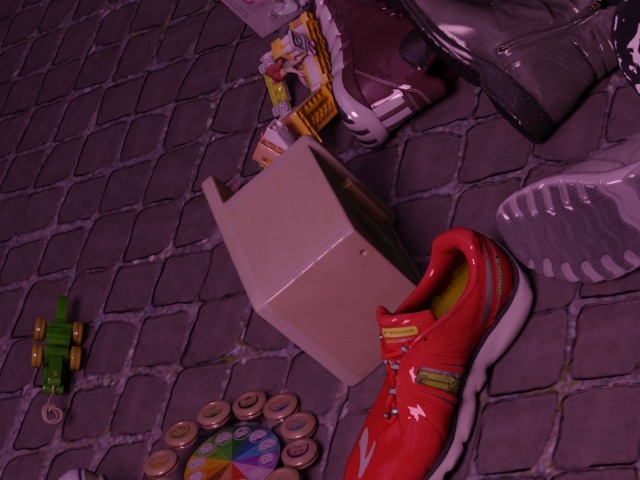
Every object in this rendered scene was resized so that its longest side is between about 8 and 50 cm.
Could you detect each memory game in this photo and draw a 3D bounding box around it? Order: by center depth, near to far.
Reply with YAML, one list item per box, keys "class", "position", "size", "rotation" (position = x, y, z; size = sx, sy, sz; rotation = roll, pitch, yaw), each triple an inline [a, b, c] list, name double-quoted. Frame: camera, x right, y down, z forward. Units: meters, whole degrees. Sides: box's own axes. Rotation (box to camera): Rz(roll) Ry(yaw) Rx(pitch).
- class: "memory game"
  position: [-0.089, 0.211, 1.409]
  size: [0.186, 0.012, 0.186]
  rotation: [-15, 35, 10]

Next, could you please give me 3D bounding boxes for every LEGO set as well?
- class: "LEGO set"
  position: [-0.045, -0.164, 1.667]
  size: [0.107, 0.132, 0.287]
  rotation: [-30, 46, 36]

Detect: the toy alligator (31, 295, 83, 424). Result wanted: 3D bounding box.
- class: "toy alligator"
  position: [-0.311, 0.149, 1.710]
  size: [0.051, 0.056, 0.190]
  rotation: [107, 165, -46]

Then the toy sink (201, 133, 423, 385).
- class: "toy sink"
  position: [0.000, 0.000, 1.446]
  size: [0.131, 0.153, 0.234]
  rotation: [-41, 37, 10]

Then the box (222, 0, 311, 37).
- class: "box"
  position: [-0.096, -0.422, 1.901]
  size: [0.087, 0.169, 0.290]
  rotation: [-30, 42, 26]

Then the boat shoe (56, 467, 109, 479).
- class: "boat shoe"
  position: [-0.161, 0.313, 1.390]
  size: [0.094, 0.109, 0.302]
  rotation: [-35, 45, -9]

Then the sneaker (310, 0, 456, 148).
- class: "sneaker"
  position: [0.087, -0.238, 1.626]
  size: [0.162, 0.106, 0.281]
  rotation: [-26, 52, 18]

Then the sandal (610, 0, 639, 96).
- class: "sandal"
  position: [0.440, -0.237, 1.204]
  size: [0.445, 0.168, 0.107]
  rotation: [-32, -5, 30]

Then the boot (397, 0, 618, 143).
- class: "boot"
  position: [0.197, -0.225, 1.464]
  size: [0.161, 0.083, 0.246]
  rotation: [-44, 68, 2]

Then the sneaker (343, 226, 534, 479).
- class: "sneaker"
  position: [0.081, 0.111, 1.294]
  size: [0.107, 0.118, 0.279]
  rotation: [7, 63, 48]

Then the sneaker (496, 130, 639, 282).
- class: "sneaker"
  position: [0.286, -0.044, 1.274]
  size: [0.281, 0.105, 0.115]
  rotation: [-19, 16, 36]
